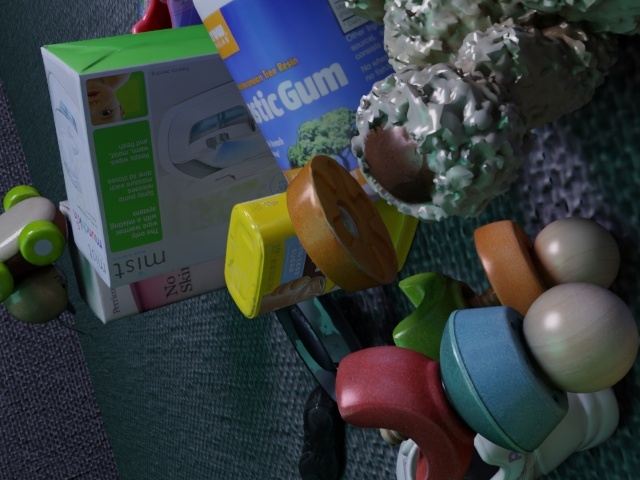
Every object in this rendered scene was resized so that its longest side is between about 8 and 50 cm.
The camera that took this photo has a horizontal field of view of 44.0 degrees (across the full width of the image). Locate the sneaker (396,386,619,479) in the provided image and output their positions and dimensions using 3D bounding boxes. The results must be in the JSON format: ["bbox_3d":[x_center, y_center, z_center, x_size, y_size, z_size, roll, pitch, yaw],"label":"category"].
[{"bbox_3d":[0.110,0.176,0.671,0.114,0.152,0.305,60,151,20],"label":"sneaker"}]

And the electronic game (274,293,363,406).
[{"bbox_3d":[0.001,0.105,0.896,0.229,0.048,0.229,54,165,22],"label":"electronic game"}]

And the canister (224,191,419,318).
[{"bbox_3d":[0.000,0.000,0.753,0.073,0.170,0.126,53,146,34],"label":"canister"}]

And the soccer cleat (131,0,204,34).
[{"bbox_3d":[-0.132,-0.319,0.877,0.108,0.117,0.318,64,151,17],"label":"soccer cleat"}]

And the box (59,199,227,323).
[{"bbox_3d":[-0.212,0.000,1.074,0.127,0.233,0.148,21,123,58],"label":"box"}]

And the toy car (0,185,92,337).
[{"bbox_3d":[-0.361,0.049,1.028,0.155,0.149,0.188,40,166,53],"label":"toy car"}]

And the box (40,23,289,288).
[{"bbox_3d":[-0.137,-0.103,0.851,0.127,0.262,0.231,36,134,49],"label":"box"}]

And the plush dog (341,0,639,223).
[{"bbox_3d":[0.133,-0.156,0.453,0.225,0.211,0.262,-31,67,42],"label":"plush dog"}]

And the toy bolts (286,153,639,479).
[{"bbox_3d":[0.096,0.025,0.496,0.218,0.159,0.228,51,-157,-20],"label":"toy bolts"}]

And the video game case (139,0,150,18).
[{"bbox_3d":[-0.223,-0.324,1.152,0.166,0.015,0.119,59,150,25],"label":"video game case"}]

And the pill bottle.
[{"bbox_3d":[-0.007,-0.169,0.626,0.152,0.152,0.271,-3,119,62],"label":"pill bottle"}]

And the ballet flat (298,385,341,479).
[{"bbox_3d":[0.003,0.266,1.043,0.049,0.058,0.173,-74,-10,-56],"label":"ballet flat"}]
